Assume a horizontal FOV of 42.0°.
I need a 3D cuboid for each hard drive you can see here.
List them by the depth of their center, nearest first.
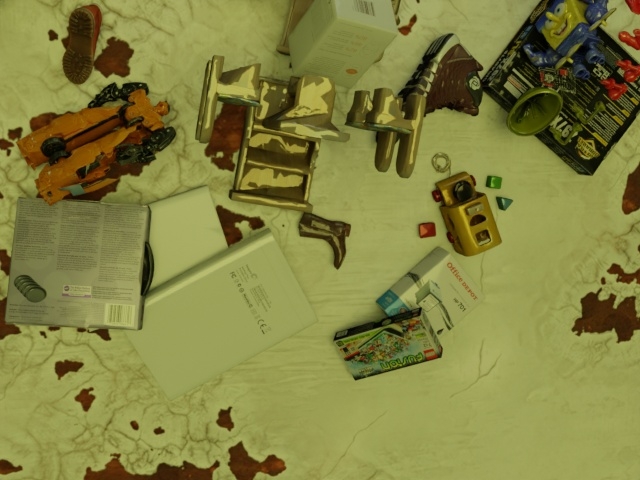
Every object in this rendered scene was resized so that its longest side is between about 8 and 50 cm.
[{"bbox_3d":[-0.351,0.035,1.704,0.318,0.040,0.210,-19,102,-8],"label":"hard drive"},{"bbox_3d":[-0.209,0.155,1.720,0.353,0.047,0.233,-28,115,-4],"label":"hard drive"}]

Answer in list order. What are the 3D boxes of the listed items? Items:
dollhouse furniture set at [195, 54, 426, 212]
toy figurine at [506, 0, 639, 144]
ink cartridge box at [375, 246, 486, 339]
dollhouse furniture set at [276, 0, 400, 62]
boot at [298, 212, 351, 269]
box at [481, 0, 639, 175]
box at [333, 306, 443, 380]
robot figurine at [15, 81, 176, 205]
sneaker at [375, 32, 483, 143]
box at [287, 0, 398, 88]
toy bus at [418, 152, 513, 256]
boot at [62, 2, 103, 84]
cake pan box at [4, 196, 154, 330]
[{"bbox_3d":[-0.052,-0.173,1.552,0.362,0.394,0.256,8,97,-13],"label":"dollhouse furniture set"},{"bbox_3d":[0.515,-0.396,1.699,0.191,0.217,0.362,9,141,-27],"label":"toy figurine"},{"bbox_3d":[0.240,0.129,1.819,0.190,0.082,0.139,-41,104,-1],"label":"ink cartridge box"},{"bbox_3d":[-0.021,-0.438,1.525,0.303,0.355,0.174,15,95,8],"label":"dollhouse furniture set"},{"bbox_3d":[0.000,0.000,1.772,0.114,0.037,0.106,13,82,-16],"label":"boot"},{"bbox_3d":[0.542,-0.338,1.814,0.322,0.079,0.257,36,92,-14],"label":"box"},{"bbox_3d":[0.144,0.222,1.779,0.207,0.036,0.114,-20,112,23],"label":"box"},{"bbox_3d":[-0.420,-0.191,1.604,0.291,0.085,0.211,-27,61,-12],"label":"robot figurine"},{"bbox_3d":[0.249,-0.280,1.749,0.162,0.106,0.281,34,90,-17],"label":"sneaker"},{"bbox_3d":[0.037,-0.371,1.515,0.130,0.170,0.091,7,61,-29],"label":"box"},{"bbox_3d":[0.316,-0.066,1.793,0.202,0.104,0.191,22,93,-14],"label":"toy bus"},{"bbox_3d":[-0.453,-0.380,1.612,0.059,0.084,0.158,19,122,-4],"label":"boot"},{"bbox_3d":[-0.459,0.046,1.612,0.267,0.070,0.246,3,86,-5],"label":"cake pan box"}]
